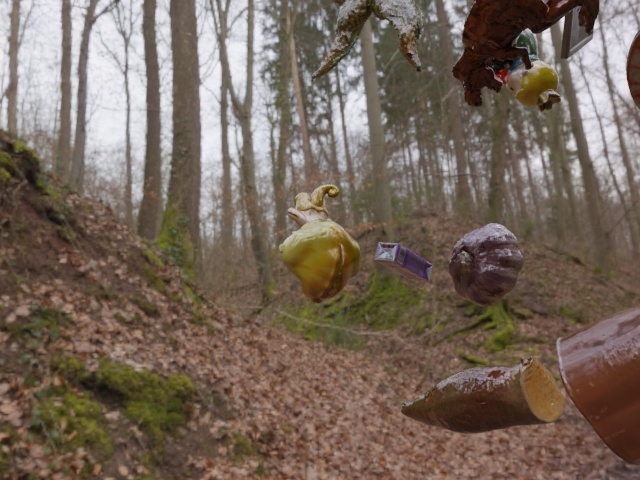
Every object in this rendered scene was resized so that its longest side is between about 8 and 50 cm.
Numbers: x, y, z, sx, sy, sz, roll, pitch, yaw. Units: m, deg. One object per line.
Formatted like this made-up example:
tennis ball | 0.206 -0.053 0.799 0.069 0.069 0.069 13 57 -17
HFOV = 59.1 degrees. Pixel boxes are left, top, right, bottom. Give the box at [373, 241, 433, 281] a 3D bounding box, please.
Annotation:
box | 0.151 0.039 1.021 0.051 0.036 0.117 5 -17 44

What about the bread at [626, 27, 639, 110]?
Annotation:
bread | 0.713 -0.312 0.976 0.328 0.114 0.295 20 -40 46

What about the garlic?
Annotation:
garlic | 0.307 0.046 1.067 0.102 0.159 0.147 12 22 -34

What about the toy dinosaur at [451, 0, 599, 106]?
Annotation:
toy dinosaur | 0.262 -0.331 0.728 0.208 0.097 0.432 -16 -27 6

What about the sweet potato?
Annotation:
sweet potato | 0.284 0.313 1.095 0.337 0.131 0.131 -24 -26 37

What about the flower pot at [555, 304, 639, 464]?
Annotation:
flower pot | 0.429 0.162 0.709 0.191 0.190 0.173 12 -45 -42

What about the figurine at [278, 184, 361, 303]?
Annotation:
figurine | 0.000 0.000 0.998 0.157 0.246 0.131 11 -51 -24

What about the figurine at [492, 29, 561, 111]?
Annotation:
figurine | 0.498 -0.423 1.444 0.185 0.234 0.127 -12 -13 -3

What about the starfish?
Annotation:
starfish | 0.081 -0.398 0.929 0.358 0.347 0.078 18 -22 34

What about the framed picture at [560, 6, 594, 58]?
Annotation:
framed picture | 0.597 -0.583 1.280 0.020 0.289 0.211 14 35 34
